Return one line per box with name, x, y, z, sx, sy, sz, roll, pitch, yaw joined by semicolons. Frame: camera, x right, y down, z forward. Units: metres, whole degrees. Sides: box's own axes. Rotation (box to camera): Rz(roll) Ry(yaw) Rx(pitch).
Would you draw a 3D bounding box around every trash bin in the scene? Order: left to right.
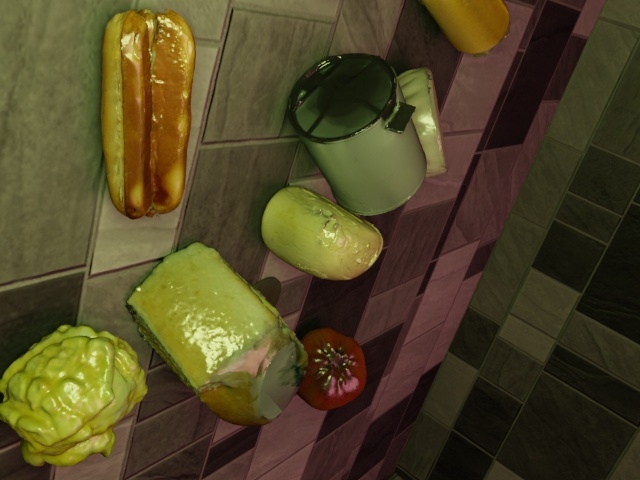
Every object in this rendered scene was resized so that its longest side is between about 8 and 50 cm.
trash bin;0.081;-0.207;1.345;0.217;0.277;0.262;-59;146;-17

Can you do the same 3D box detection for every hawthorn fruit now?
hawthorn fruit;0.010;0.371;1.872;0.224;0.224;0.260;-42;169;-28

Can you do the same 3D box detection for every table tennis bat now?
table tennis bat;-0.161;0.192;1.599;0.131;0.022;0.234;5;111;-60

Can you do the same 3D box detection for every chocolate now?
chocolate;0.276;-0.562;1.440;0.445;0.162;0.162;20;100;-58

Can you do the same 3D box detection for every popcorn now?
popcorn;-0.395;0.248;1.090;0.254;0.195;0.256;-60;172;15

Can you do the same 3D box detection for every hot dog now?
hot dog;-0.260;-0.172;0.987;0.135;0.100;0.337;-21;134;-38

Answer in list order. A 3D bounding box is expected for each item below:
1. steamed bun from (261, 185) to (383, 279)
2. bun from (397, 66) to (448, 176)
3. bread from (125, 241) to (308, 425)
steamed bun;0.000;0.000;1.437;0.166;0.232;0.273;-60;157;9
bun;0.200;-0.268;1.585;0.263;0.175;0.262;-10;90;-76
bread;-0.175;0.205;1.324;0.239;0.264;0.395;-46;150;-10
